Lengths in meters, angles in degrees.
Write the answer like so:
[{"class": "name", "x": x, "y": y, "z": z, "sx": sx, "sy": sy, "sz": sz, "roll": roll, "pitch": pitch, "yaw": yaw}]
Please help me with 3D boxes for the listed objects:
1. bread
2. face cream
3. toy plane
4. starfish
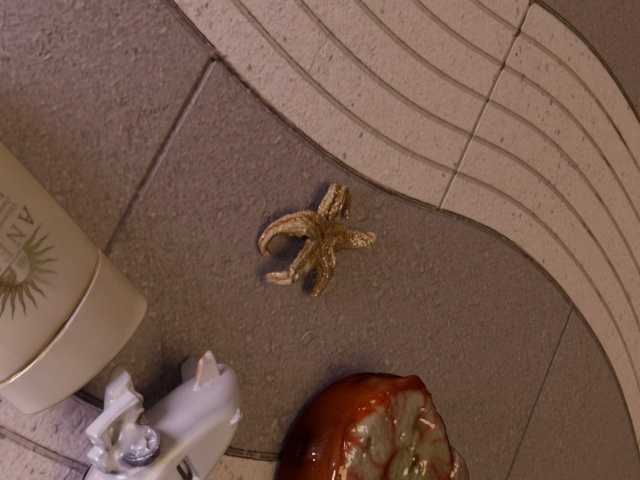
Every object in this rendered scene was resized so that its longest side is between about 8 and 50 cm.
[{"class": "bread", "x": 0.072, "y": 0.343, "z": 1.437, "sx": 0.295, "sy": 0.114, "sz": 0.327, "roll": -48, "pitch": 132, "yaw": -30}, {"class": "face cream", "x": -0.302, "y": 0.018, "z": 0.949, "sx": 0.173, "sy": 0.081, "sz": 0.348, "roll": -57, "pitch": 135, "yaw": -24}, {"class": "toy plane", "x": -0.172, "y": 0.224, "z": 1.126, "sx": 0.245, "sy": 0.117, "sz": 0.244, "roll": -28, "pitch": 128, "yaw": -44}, {"class": "starfish", "x": 0.008, "y": 0.002, "z": 1.336, "sx": 0.210, "sy": 0.053, "sz": 0.150, "roll": 0, "pitch": 102, "yaw": -51}]
